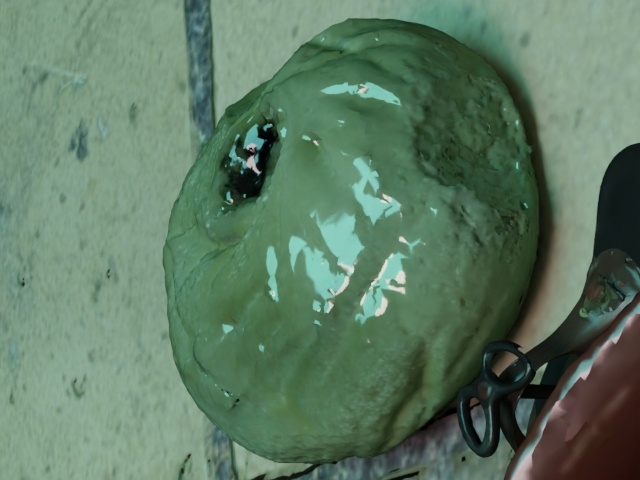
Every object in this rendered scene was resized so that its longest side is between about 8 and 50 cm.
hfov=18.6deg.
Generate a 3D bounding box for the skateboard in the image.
[{"bbox_3d":[0.109,0.031,0.764,0.067,0.080,0.151,46,122,42],"label":"skateboard"}]

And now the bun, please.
[{"bbox_3d":[-0.002,0.002,0.904,0.221,0.108,0.221,-16,70,53],"label":"bun"}]

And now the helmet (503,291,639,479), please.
[{"bbox_3d":[0.226,0.140,0.440,0.385,0.230,0.337,-53,43,23],"label":"helmet"}]
